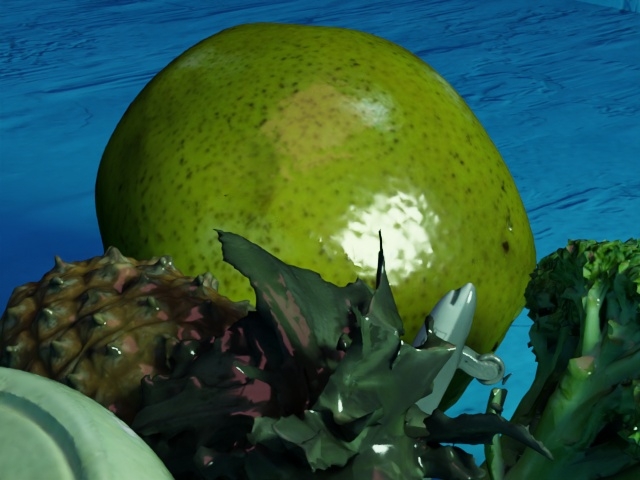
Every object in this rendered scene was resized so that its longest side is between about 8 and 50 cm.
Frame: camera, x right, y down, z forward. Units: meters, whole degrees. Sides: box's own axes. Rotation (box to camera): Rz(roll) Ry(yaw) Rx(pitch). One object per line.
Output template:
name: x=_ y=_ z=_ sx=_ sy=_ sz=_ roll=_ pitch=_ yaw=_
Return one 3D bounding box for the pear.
pear: x=0.000 y=0.000 z=1.226 sx=0.294 sy=0.294 sz=0.294 roll=3 pitch=18 yaw=-1

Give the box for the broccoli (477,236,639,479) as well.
broccoli: x=0.175 y=0.125 z=0.972 sx=0.242 sy=0.261 sz=0.269 roll=-21 pitch=45 yaw=7

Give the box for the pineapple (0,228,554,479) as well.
pineapple: x=-0.032 y=0.077 z=0.901 sx=0.166 sy=0.165 sz=0.364 roll=-9 pitch=4 yaw=-34

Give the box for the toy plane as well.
toy plane: x=0.027 y=0.121 z=0.962 sx=0.058 sy=0.226 sz=0.226 roll=34 pitch=16 yaw=-8

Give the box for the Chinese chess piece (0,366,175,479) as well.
Chinese chess piece: x=-0.165 y=0.167 z=0.772 sx=0.250 sy=0.101 sz=0.250 roll=-14 pitch=43 yaw=14
